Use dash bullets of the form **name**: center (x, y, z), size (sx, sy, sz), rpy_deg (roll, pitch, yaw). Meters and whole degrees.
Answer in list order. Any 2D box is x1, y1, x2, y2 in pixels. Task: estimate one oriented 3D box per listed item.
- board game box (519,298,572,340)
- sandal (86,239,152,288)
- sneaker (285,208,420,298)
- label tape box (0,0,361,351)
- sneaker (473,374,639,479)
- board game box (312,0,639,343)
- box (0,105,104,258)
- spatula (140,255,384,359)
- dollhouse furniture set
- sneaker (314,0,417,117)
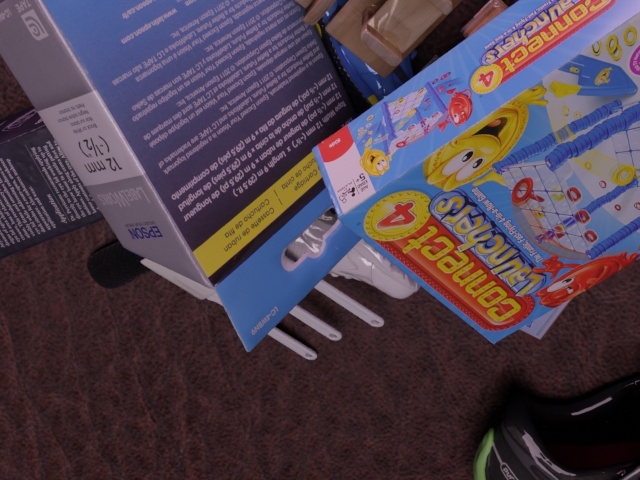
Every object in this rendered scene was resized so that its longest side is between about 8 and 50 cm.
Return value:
- **board game box**: center (0.252, -0.032, 0.930), size (0.145, 0.027, 0.281), rpy_deg (26, 114, -10)
- **sandal**: center (-0.188, 0.004, 0.979), size (0.179, 0.040, 0.067), rpy_deg (-19, 107, 28)
- **sneaker**: center (0.000, 0.000, 0.941), size (0.232, 0.090, 0.115), rpy_deg (35, 121, -3)
- **label tape box**: center (-0.099, -0.111, 0.791), size (0.115, 0.249, 0.348), rpy_deg (-2, 123, 46)
- **sneaker**: center (0.418, 0.259, 0.970), size (0.482, 0.185, 0.202), rpy_deg (1, 119, 3)
- **board game box**: center (0.204, -0.064, 0.780), size (0.302, 0.086, 0.308), rpy_deg (-35, 138, 18)
- **box**: center (-0.267, -0.079, 0.878), size (0.207, 0.153, 0.108), rpy_deg (-20, 113, 14)
- **spatula**: center (-0.057, 0.057, 0.945), size (0.242, 0.019, 0.168), rpy_deg (35, 136, -24)
- **dollhouse furniture set**: center (0.110, -0.260, 0.767), size (0.212, 0.161, 0.242), rpy_deg (36, 121, -19)
- **sneaker**: center (0.038, -0.194, 0.859), size (0.082, 0.069, 0.209), rpy_deg (-37, 100, -18)
